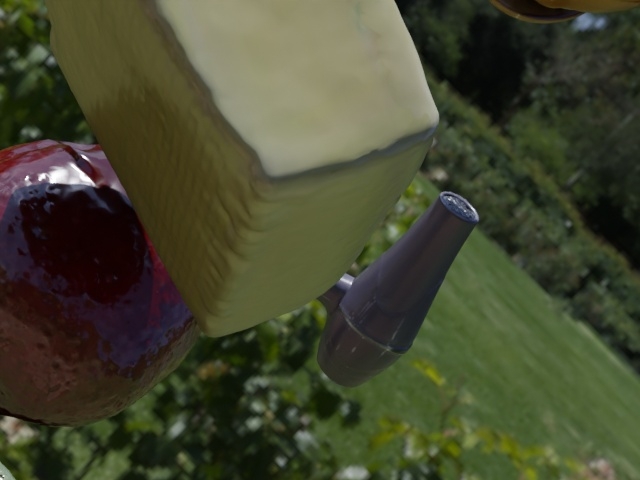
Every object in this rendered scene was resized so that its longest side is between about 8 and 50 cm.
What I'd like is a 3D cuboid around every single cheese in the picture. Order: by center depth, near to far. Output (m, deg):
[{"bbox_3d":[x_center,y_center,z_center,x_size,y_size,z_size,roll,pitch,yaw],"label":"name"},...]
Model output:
[{"bbox_3d":[-0.057,-0.094,0.729,0.242,0.124,0.265,57,-19,10],"label":"cheese"}]

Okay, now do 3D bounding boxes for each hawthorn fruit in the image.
[{"bbox_3d":[-0.166,0.023,0.967,0.210,0.266,0.230,61,-26,9],"label":"hawthorn fruit"}]

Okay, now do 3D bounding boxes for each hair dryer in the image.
[{"bbox_3d":[0.000,0.000,1.762,0.361,0.301,0.121,33,25,-2],"label":"hair dryer"}]

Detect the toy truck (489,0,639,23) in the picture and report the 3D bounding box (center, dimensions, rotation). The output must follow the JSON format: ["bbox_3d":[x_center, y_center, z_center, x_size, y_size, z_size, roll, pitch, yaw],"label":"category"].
[{"bbox_3d":[0.296,-0.383,1.559,0.288,0.204,0.211,67,-29,14],"label":"toy truck"}]

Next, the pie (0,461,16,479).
[{"bbox_3d":[-0.391,0.289,1.160,0.302,0.302,0.067,50,-11,33],"label":"pie"}]
